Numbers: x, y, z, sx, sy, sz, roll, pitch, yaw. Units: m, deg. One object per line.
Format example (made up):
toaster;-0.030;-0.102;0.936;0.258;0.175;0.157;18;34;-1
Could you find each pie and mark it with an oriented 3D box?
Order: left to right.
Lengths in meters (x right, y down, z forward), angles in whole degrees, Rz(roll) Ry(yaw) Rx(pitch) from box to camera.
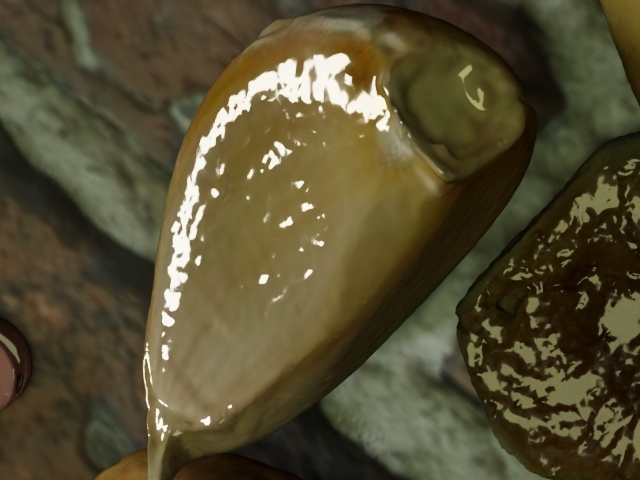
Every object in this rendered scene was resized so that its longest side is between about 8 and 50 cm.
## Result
pie;0.166;0.046;0.785;0.195;0.046;0.195;3;105;12

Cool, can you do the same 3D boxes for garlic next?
garlic;-0.002;-0.003;0.756;0.145;0.164;0.245;30;115;-12

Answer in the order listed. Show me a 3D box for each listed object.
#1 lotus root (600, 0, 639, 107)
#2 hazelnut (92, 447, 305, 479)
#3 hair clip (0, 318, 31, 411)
lotus root;0.193;-0.106;0.695;0.146;0.131;0.303;-24;88;14
hazelnut;-0.058;0.185;0.821;0.182;0.182;0.182;3;104;13
hair clip;-0.228;0.094;0.905;0.123;0.102;0.138;22;140;10
